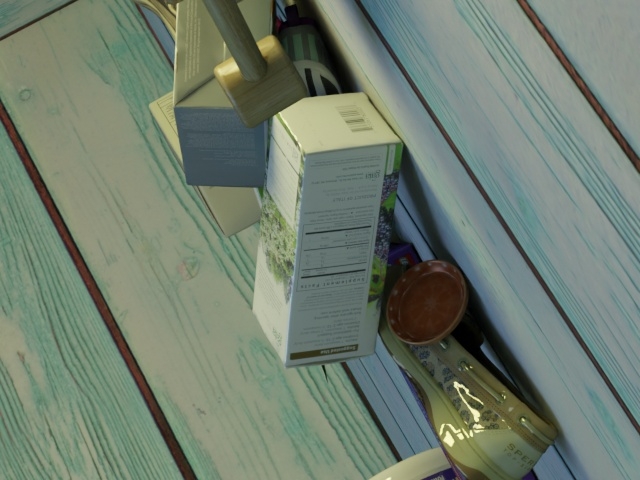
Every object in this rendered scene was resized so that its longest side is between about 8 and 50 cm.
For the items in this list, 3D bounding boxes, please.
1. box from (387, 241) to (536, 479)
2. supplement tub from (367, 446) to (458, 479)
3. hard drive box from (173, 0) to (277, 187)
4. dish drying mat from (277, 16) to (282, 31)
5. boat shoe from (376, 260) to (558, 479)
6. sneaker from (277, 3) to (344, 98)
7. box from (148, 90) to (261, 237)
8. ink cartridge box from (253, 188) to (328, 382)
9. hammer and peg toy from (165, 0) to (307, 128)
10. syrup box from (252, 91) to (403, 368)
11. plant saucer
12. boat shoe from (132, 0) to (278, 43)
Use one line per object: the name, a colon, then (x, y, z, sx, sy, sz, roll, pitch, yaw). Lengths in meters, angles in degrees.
box: (0.127, 0.141, 2.032, 0.293, 0.057, 0.201, 62, 174, -4)
supplement tub: (0.165, 0.444, 2.301, 0.331, 0.241, 0.241, 60, 175, 21)
hard drive box: (-0.089, -0.170, 1.800, 0.232, 0.089, 0.181, 94, 178, -75)
dish drying mat: (-0.028, -0.202, 2.003, 0.083, 0.008, 0.032, 61, 175, 23)
boat shoe: (0.133, 0.112, 1.734, 0.104, 0.089, 0.285, 29, -157, -44)
sneaker: (-0.002, -0.139, 1.820, 0.223, 0.083, 0.098, 80, -177, -66)
box: (-0.130, -0.133, 2.678, 0.127, 0.149, 0.232, 64, 175, -35)
ink cartridge box: (0.000, 0.000, 2.036, 0.189, 0.097, 0.255, -107, -3, -77)
hammer and peg toy: (-0.091, -0.285, 1.464, 0.361, 0.127, 0.266, 61, 174, 9)
syrup box: (0.003, -0.007, 1.715, 0.093, 0.096, 0.236, -122, 31, -50)
plant saucer: (0.098, 0.057, 1.708, 0.013, 0.083, 0.083, 36, -164, -47)
boat shoe: (-0.158, -0.322, 2.138, 0.355, 0.132, 0.130, 49, 160, 31)
